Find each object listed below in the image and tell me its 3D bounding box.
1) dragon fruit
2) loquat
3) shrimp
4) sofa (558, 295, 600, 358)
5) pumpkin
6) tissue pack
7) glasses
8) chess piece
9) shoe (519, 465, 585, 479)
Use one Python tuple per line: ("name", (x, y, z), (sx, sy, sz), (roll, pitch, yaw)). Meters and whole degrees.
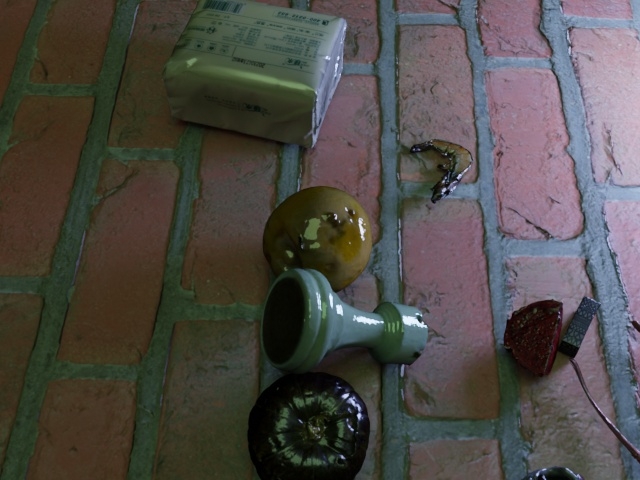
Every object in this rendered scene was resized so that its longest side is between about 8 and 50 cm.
("dragon fruit", (0.429, 0.199, 1.475), (0.106, 0.083, 0.162), (8, 70, 29))
("loquat", (0.000, 0.000, 1.515), (0.243, 0.244, 0.244), (0, 60, 0))
("shrimp", (0.265, -0.172, 1.707), (0.147, 0.035, 0.195), (31, 58, 14))
("sofa", (0.530, 0.177, 1.491), (0.039, 0.060, 0.118), (26, 64, 22))
("pumpkin", (-0.023, 0.353, 1.338), (0.237, 0.159, 0.238), (2, 59, -4))
("tissue pack", (-0.150, -0.413, 1.754), (0.380, 0.207, 0.297), (14, 59, 8))
("glasses", (0.644, 0.306, 1.418), (0.234, 0.118, 0.268), (-28, 49, -13))
("chess piece", (0.055, 0.166, 1.393), (0.299, 0.194, 0.195), (11, 55, -30))
("shoe", (0.377, 0.466, 1.290), (0.227, 0.125, 0.099), (-16, 64, -10))
